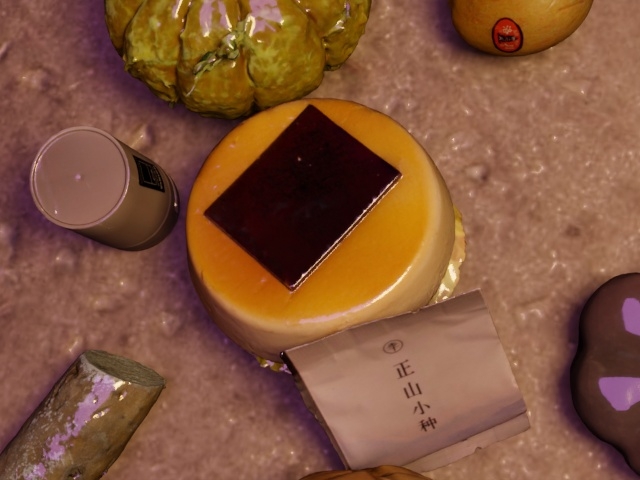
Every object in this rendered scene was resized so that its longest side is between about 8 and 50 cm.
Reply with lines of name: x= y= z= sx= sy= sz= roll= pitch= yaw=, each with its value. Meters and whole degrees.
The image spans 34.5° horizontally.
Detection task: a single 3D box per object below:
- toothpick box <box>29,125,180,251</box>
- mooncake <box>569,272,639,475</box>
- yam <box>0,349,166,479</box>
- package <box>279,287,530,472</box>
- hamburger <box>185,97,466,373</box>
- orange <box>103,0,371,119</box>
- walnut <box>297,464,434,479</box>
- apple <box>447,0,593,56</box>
toothpick box: x=-0.228 y=-0.051 z=1.113 sx=0.111 sy=0.181 sz=0.111 roll=-1 pitch=82 yaw=8
mooncake: x=0.373 y=0.130 z=1.036 sx=0.245 sy=0.133 sz=0.245 roll=-3 pitch=80 yaw=14
yam: x=-0.261 y=0.205 z=1.113 sx=0.107 sy=0.107 sz=0.194 roll=36 pitch=87 yaw=11
package: x=0.091 y=0.148 z=1.034 sx=0.204 sy=0.251 sz=0.062 roll=-21 pitch=42 yaw=5
hamburger: x=0.000 y=0.000 z=1.075 sx=0.300 sy=0.176 sz=0.300 roll=-3 pitch=71 yaw=9
orange: x=-0.098 y=-0.270 z=1.114 sx=0.301 sy=0.223 sz=0.300 roll=43 pitch=77 yaw=15
walnut: x=0.035 y=0.370 z=0.971 sx=0.252 sy=0.277 sz=0.313 roll=4 pitch=92 yaw=41
apple: x=0.206 y=-0.287 z=1.100 sx=0.155 sy=0.182 sz=0.182 roll=-14 pitch=79 yaw=13
